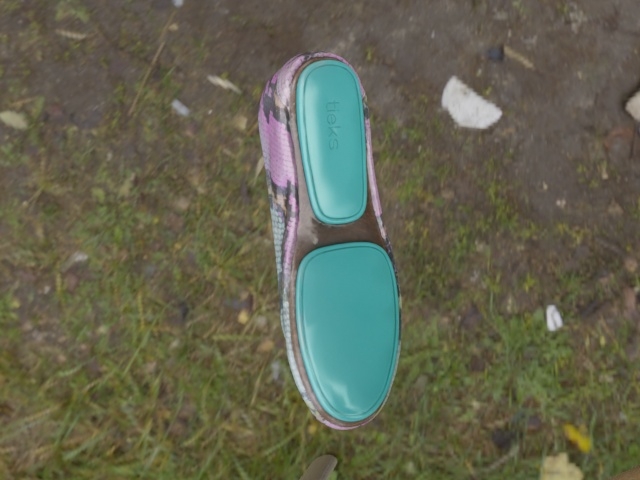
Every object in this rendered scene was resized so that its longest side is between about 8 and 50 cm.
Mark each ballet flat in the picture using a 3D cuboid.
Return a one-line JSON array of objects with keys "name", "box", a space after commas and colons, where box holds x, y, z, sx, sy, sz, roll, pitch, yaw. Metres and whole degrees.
[{"name": "ballet flat", "box": [0.000, 0.000, 0.643, 0.077, 0.079, 0.221, -5, 85, -25]}]

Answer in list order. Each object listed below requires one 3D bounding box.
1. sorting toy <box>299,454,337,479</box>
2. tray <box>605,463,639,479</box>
[{"name": "sorting toy", "box": [-0.060, 0.272, 0.919, 0.047, 0.347, 0.196, 30, 91, 7]}, {"name": "tray", "box": [0.104, 0.179, 0.352, 0.076, 0.203, 0.411, 28, 156, 2]}]
